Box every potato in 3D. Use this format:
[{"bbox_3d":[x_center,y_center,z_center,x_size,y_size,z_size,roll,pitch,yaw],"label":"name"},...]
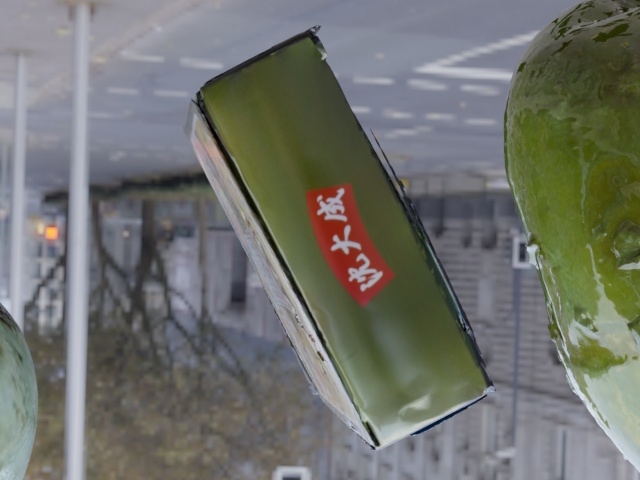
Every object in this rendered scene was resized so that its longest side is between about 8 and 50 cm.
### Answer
[{"bbox_3d":[0.175,0.005,0.555,0.186,0.253,0.148,-31,170,-45],"label":"potato"}]

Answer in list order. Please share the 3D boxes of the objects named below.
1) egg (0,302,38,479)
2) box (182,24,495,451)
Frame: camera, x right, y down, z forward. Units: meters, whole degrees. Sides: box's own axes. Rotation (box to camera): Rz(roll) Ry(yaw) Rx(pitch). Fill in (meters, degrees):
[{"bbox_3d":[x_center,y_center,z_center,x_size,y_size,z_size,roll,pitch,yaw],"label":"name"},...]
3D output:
[{"bbox_3d":[-0.223,0.087,0.668,0.169,0.169,0.231,2,-167,11],"label":"egg"},{"bbox_3d":[0.000,0.000,1.394,0.138,0.373,0.420,-26,-176,-6],"label":"box"}]
